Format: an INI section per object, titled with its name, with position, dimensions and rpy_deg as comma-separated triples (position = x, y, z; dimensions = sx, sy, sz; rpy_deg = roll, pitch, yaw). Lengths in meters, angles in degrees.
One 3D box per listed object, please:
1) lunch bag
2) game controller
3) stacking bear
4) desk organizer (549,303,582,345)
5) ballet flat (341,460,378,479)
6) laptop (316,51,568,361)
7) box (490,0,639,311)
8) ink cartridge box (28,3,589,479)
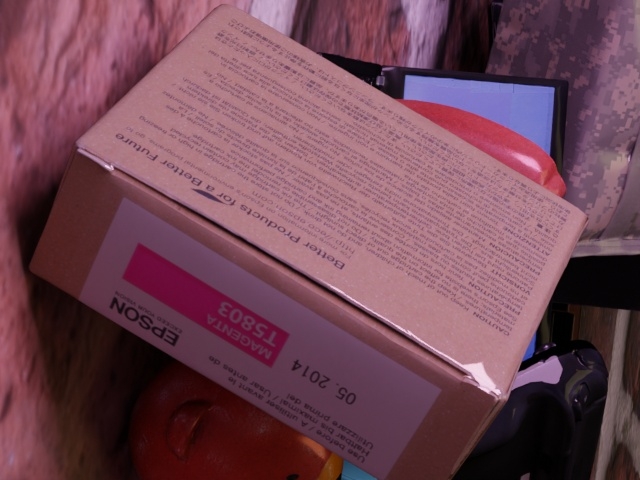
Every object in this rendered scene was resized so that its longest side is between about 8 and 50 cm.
[lunch bag]
position = 0.279, -0.114, 1.601
dimensions = 0.287, 0.169, 0.235
rpy_deg = 0, 112, -38
[game controller]
position = 0.138, 0.189, 1.533
dimensions = 0.319, 0.166, 0.067
rpy_deg = 88, -18, -56
[stacking bear]
position = -0.003, 0.056, 1.135
dimensions = 0.289, 0.164, 0.175
rpy_deg = -50, 164, -42
[desk organizer]
position = 0.235, 0.093, 1.994
dimensions = 0.050, 0.047, 0.130
rpy_deg = 19, 77, -68
[ballet flat]
position = 0.005, 0.187, 1.324
dimensions = 0.077, 0.077, 0.231
rpy_deg = -70, 164, 8
[laptop]
position = 0.082, -0.007, 1.382
dimensions = 0.264, 0.137, 0.234
rpy_deg = -7, 101, -75
[box]
position = 0.285, -0.125, 1.880
dimensions = 0.296, 0.183, 0.294
rpy_deg = -50, 142, -59
[ink cartridge box]
position = 0.000, 0.000, 0.996
dimensions = 0.088, 0.235, 0.193
rpy_deg = -61, 175, 35
